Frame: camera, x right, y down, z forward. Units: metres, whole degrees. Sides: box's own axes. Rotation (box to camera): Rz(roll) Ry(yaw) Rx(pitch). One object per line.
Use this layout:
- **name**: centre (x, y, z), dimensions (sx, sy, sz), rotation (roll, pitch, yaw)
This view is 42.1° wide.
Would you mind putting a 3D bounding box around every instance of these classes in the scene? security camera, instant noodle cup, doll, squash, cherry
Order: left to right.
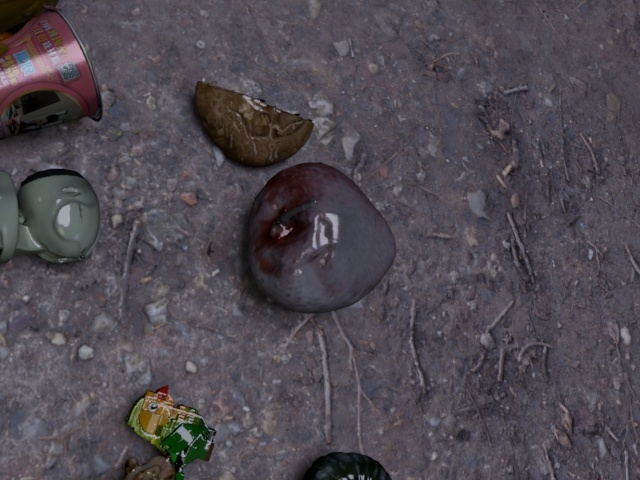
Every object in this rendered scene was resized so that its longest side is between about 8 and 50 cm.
- **instant noodle cup**: centre (-0.580, -0.296, 1.578), dimensions (0.255, 0.244, 0.243), rotation (-27, 89, -26)
- **security camera**: centre (-0.541, -0.046, 1.539), dimensions (0.277, 0.197, 0.191), rotation (-1, 67, -36)
- **doll**: centre (-0.289, 0.371, 1.598), dimensions (0.134, 0.106, 0.186), rotation (-42, 98, -13)
- **cherry**: centre (-0.001, 0.011, 1.764), dimensions (0.335, 0.291, 0.326), rotation (46, 40, -27)
- **squash**: centre (0.056, 0.539, 1.703), dimensions (0.218, 0.172, 0.218), rotation (0, 84, 1)

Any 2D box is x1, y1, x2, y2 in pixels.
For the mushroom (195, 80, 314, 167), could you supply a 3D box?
- **mushroom**: centre (-0.161, -0.247, 1.858), dimensions (0.286, 0.156, 0.151), rotation (19, 95, -23)

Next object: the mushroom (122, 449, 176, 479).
- **mushroom**: centre (-0.296, 0.572, 1.482), dimensions (0.346, 0.259, 0.345), rotation (-8, 112, -22)

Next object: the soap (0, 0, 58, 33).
- **soap**: centre (-0.622, -0.510, 1.542), dimensions (0.293, 0.335, 0.156), rotation (-28, 91, -35)
